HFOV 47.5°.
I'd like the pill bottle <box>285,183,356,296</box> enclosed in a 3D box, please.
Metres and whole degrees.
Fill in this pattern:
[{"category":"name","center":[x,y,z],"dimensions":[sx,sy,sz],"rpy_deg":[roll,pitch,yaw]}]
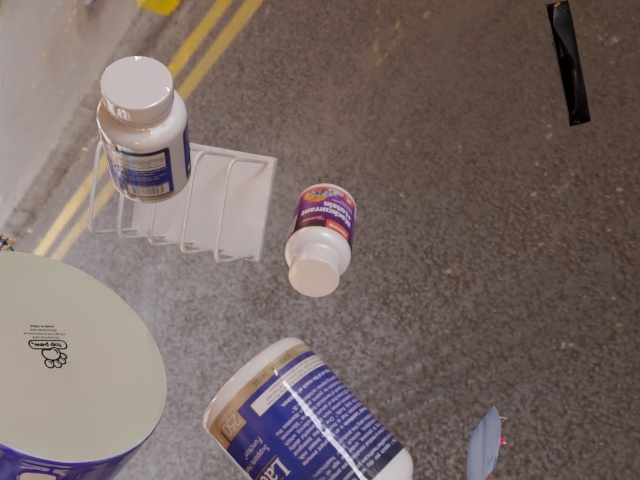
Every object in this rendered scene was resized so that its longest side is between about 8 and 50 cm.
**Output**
[{"category":"pill bottle","center":[0.000,0.000,1.200],"dimensions":[0.108,0.108,0.193],"rpy_deg":[-48,19,34]}]

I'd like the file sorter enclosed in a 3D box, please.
[{"category":"file sorter","center":[-0.249,-0.077,1.293],"dimensions":[0.278,0.173,0.192],"rpy_deg":[12,97,20]}]

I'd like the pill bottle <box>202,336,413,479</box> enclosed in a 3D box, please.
[{"category":"pill bottle","center":[0.007,0.248,0.811],"dimensions":[0.265,0.153,0.153],"rpy_deg":[44,119,16]}]

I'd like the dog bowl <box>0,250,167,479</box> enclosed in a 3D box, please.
[{"category":"dog bowl","center":[-0.294,0.139,0.736],"dimensions":[0.104,0.265,0.264],"rpy_deg":[-48,44,25]}]

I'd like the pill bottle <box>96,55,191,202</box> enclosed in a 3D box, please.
[{"category":"pill bottle","center":[-0.226,-0.141,0.934],"dimensions":[0.186,0.112,0.111],"rpy_deg":[103,159,-59]}]

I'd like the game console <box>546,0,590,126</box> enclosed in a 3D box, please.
[{"category":"game console","center":[0.468,-0.334,1.381],"dimensions":[0.044,0.361,0.213],"rpy_deg":[-11,100,21]}]

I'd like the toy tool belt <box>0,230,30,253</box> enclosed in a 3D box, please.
[{"category":"toy tool belt","center":[-0.443,0.011,0.996],"dimensions":[0.052,0.083,0.051],"rpy_deg":[-42,16,43]}]

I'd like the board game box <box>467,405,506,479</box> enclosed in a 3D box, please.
[{"category":"board game box","center":[0.329,0.408,1.410],"dimensions":[0.133,0.033,0.168],"rpy_deg":[-79,5,-46]}]
